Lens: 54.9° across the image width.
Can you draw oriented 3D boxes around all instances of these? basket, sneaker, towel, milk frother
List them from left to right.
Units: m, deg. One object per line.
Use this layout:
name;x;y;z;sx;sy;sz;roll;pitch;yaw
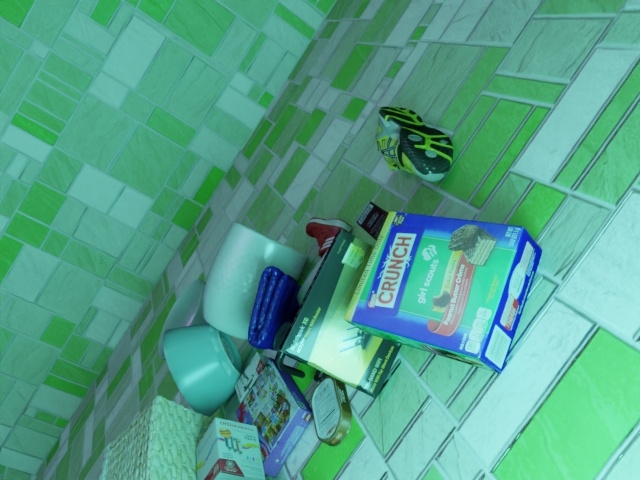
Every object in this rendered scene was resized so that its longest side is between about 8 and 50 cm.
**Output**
basket;-0.402;0.665;1.685;0.266;0.328;0.331;-49;26;17
towel;-0.117;0.203;1.760;0.308;0.076;0.227;50;-129;-75
milk frother;-0.040;0.299;1.633;0.143;0.135;0.129;-18;49;57
sneaker;0.000;0.000;1.950;0.221;0.087;0.128;-8;54;61
sneaker;0.258;-0.248;1.727;0.384;0.145;0.147;-110;24;-56

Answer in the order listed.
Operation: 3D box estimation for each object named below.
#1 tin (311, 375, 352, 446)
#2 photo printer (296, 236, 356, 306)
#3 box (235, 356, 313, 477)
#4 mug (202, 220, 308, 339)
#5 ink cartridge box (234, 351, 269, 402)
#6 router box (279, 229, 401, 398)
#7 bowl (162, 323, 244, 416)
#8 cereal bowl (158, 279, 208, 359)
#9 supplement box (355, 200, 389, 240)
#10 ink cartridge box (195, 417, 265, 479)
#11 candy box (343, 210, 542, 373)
tin;0.024;0.414;1.509;0.106;0.040;0.189;-54;25;21
photo printer;0.060;0.149;1.644;0.256;0.107;0.307;-54;25;13
box;-0.133;0.478;1.702;0.201;0.057;0.293;-58;25;4
mug;-0.229;0.143;2.055;0.328;0.276;0.374;-64;-6;-1
ink cartridge box;-0.199;0.426;1.883;0.135;0.056;0.099;-56;26;5
router box;0.082;0.166;1.416;0.309;0.243;0.081;-64;4;-8
bowl;-0.356;0.393;1.987;0.163;0.311;0.311;-26;29;1
cereal bowl;-0.502;0.334;2.452;0.339;0.141;0.339;-42;30;31
supplement box;0.192;-0.011;1.549;0.073;0.130;0.239;-56;26;8
ink cartridge box;-0.235;0.570;1.581;0.127;0.128;0.176;-58;27;21
candy box;0.242;0.091;1.245;0.317;0.122;0.268;9;69;43
